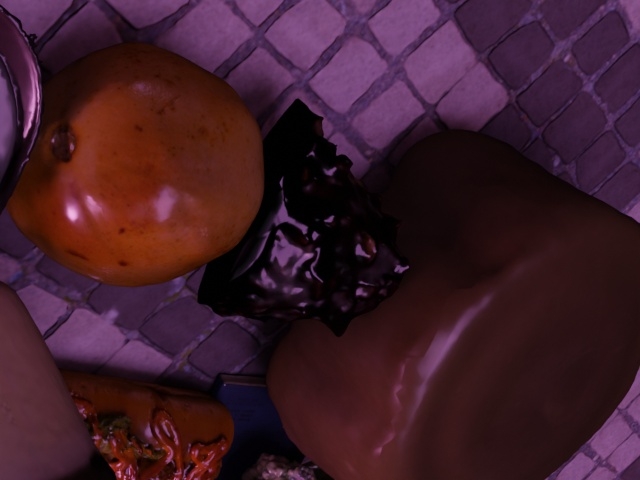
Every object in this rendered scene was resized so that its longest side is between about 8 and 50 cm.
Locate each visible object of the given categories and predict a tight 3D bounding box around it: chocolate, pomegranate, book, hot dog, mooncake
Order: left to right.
[{"bbox_3d":[-0.384,0.169,0.995,0.326,0.297,0.314,-34,-175,-38],"label":"chocolate"},{"bbox_3d":[-0.246,0.229,1.275,0.349,0.117,0.158,19,115,-43],"label":"hot dog"},{"bbox_3d":[-0.163,-0.066,1.031,0.233,0.233,0.233,-19,132,-22],"label":"pomegranate"},{"bbox_3d":[-0.105,0.288,1.491,0.191,0.025,0.269,10,117,-38],"label":"book"},{"bbox_3d":[0.000,0.000,1.163,0.177,0.206,0.224,27,106,-13],"label":"chocolate"},{"bbox_3d":[0.172,0.111,1.363,0.467,0.262,0.466,-21,130,-27],"label":"mooncake"}]

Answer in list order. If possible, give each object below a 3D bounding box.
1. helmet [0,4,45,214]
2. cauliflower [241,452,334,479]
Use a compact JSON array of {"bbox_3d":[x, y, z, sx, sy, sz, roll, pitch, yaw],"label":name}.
[{"bbox_3d":[-0.375,-0.086,0.898,0.305,0.177,0.225,-44,127,-16],"label":"helmet"},{"bbox_3d":[-0.002,0.358,1.481,0.315,0.239,0.256,-43,113,-23],"label":"cauliflower"}]
